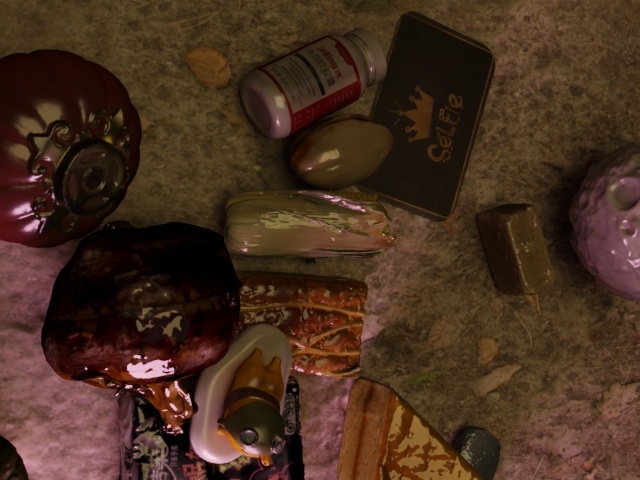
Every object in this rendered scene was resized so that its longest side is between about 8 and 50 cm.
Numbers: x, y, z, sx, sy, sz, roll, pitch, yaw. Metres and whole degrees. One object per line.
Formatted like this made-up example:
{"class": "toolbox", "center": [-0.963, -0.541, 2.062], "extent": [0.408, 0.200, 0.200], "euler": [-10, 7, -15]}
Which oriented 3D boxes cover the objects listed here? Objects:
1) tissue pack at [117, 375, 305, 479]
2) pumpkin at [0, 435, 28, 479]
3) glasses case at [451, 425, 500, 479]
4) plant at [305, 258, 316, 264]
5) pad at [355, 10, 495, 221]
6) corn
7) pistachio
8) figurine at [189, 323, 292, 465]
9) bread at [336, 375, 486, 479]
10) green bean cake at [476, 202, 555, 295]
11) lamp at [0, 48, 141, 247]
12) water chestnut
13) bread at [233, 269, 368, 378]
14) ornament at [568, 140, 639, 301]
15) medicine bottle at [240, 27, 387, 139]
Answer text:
{"class": "tissue pack", "center": [-0.189, 0.356, 1.747], "extent": [0.332, 0.123, 0.245], "euler": [0, 87, -30]}
{"class": "pumpkin", "center": [-0.555, 0.392, 1.540], "extent": [0.223, 0.157, 0.224], "euler": [-4, 97, -38]}
{"class": "glasses case", "center": [0.277, 0.509, 2.017], "extent": [0.109, 0.067, 0.283], "euler": [28, 79, -27]}
{"class": "plant", "center": [0.000, 0.000, 1.861], "extent": [0.051, 0.051, 0.102], "euler": [28, 89, -25]}
{"class": "pad", "center": [0.248, -0.230, 1.966], "extent": [0.314, 0.063, 0.376], "euler": [18, 85, -27]}
{"class": "corn", "center": [-0.020, -0.027, 1.773], "extent": [0.305, 0.122, 0.123], "euler": [-2, 88, -6]}
{"class": "pistachio", "center": [0.034, -0.162, 1.818], "extent": [0.215, 0.144, 0.144], "euler": [-26, 104, -34]}
{"class": "figurine", "center": [-0.103, 0.257, 1.645], "extent": [0.166, 0.141, 0.250], "euler": [26, 78, -25]}
{"class": "bread", "center": [0.235, 0.410, 1.864], "extent": [0.361, 0.233, 0.245], "euler": [13, 86, -15]}
{"class": "green bean cake", "center": [0.392, 0.018, 2.025], "extent": [0.085, 0.109, 0.179], "euler": [-22, 103, -24]}
{"class": "lamp", "center": [-0.413, -0.137, 1.519], "extent": [0.303, 0.257, 0.303], "euler": [-29, 134, -35]}
{"class": "water chestnut", "center": [-0.272, 0.140, 1.570], "extent": [0.335, 0.335, 0.347], "euler": [-7, 95, -26]}
{"class": "bread", "center": [-0.059, 0.149, 1.804], "extent": [0.274, 0.114, 0.185], "euler": [6, 90, -25]}
{"class": "ornament", "center": [0.672, -0.029, 2.048], "extent": [0.337, 0.337, 0.337], "euler": [-2, 93, -27]}
{"class": "medicine bottle", "center": [-0.011, -0.282, 1.793], "extent": [0.250, 0.131, 0.131], "euler": [-30, 105, -22]}
